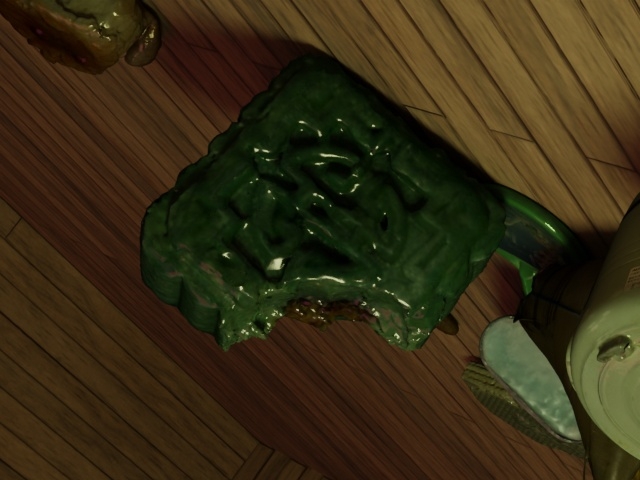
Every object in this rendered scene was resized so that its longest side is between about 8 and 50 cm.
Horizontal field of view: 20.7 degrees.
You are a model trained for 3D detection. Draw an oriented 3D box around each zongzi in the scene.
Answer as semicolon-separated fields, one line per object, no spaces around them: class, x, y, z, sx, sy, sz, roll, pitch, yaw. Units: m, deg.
zongzi;0.257;0.144;1.730;0.123;0.289;0.260;36;159;-20

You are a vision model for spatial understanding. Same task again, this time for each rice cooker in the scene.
rice cooker;0.326;0.059;1.440;0.226;0.244;0.226;19;139;17

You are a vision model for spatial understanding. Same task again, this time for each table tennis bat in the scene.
table tennis bat;0.233;0.020;1.940;0.160;0.039;0.257;31;163;28

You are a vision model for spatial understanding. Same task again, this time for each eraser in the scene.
eraser;0.265;0.156;2.050;0.174;0.081;0.227;42;-174;9

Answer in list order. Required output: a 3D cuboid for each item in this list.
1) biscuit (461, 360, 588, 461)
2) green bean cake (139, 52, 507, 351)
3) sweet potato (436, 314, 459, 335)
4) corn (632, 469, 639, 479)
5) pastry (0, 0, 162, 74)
biscuit;0.316;0.247;2.435;0.252;0.052;0.150;19;158;50
green bean cake;0.000;0.000;1.842;0.308;0.300;0.169;40;166;5
sweet potato;0.123;0.070;2.313;0.249;0.059;0.069;43;-176;-39
corn;0.435;0.253;2.015;0.144;0.144;0.387;37;170;-6
pastry;-0.299;-0.277;2.086;0.229;0.100;0.218;43;164;-32
